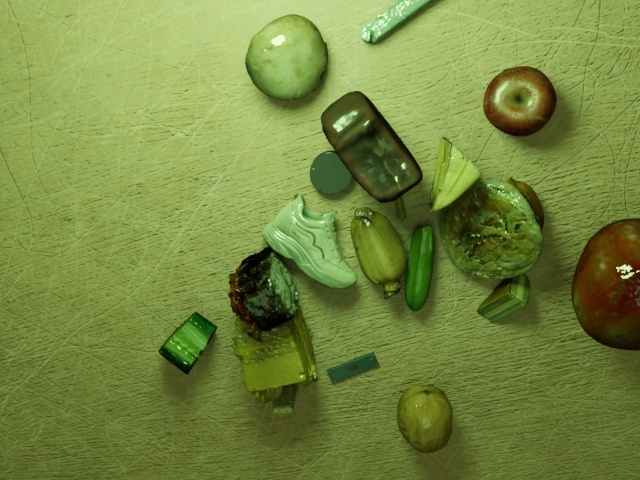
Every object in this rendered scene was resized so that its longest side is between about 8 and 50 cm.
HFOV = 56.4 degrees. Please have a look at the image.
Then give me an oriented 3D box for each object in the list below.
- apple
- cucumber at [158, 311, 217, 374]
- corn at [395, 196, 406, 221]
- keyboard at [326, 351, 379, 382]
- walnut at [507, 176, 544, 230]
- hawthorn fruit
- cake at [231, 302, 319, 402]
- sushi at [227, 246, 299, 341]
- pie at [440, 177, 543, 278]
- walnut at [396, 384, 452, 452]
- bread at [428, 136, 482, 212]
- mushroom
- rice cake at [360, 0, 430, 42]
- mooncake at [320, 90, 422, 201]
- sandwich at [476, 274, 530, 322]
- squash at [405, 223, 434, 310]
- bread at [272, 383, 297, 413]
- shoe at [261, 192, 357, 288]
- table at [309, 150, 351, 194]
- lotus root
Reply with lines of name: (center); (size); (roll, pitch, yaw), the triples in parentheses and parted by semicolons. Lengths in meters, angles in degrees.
apple: (0.569, -0.396, 1.715); (0.201, 0.162, 0.201); (2, 98, 12)
cucumber: (-0.435, 0.339, 2.001); (0.130, 0.191, 0.191); (39, 105, -9)
corn: (0.254, -0.099, 1.889); (0.027, 0.028, 0.083); (-13, 101, -8)
keyboard: (0.112, 0.438, 2.062); (0.176, 0.014, 0.055); (-23, 104, 11)
walnut: (0.612, -0.097, 1.820); (0.116, 0.116, 0.207); (-20, 103, 10)
hawthorn fruit: (0.924, 0.149, 1.750); (0.403, 0.403, 0.402); (1, 106, 4)
cake: (-0.144, 0.375, 1.958); (0.228, 0.222, 0.285); (-15, 104, 11)
sushi: (-0.173, 0.164, 1.838); (0.182, 0.343, 0.196); (-35, 111, 12)
pie: (0.512, -0.028, 1.806); (0.339, 0.077, 0.338); (17, 125, 26)
walnut: (0.350, 0.595, 1.996); (0.196, 0.195, 0.221); (-8, 110, 7)
bread: (0.349, -0.191, 1.743); (0.135, 0.240, 0.178); (43, 104, -8)
mushroom: (-0.090, -0.521, 1.712); (0.255, 0.184, 0.254); (-15, 119, -30)
rice cake: (0.257, -0.674, 1.702); (0.336, 0.066, 0.063); (-35, 92, 12)
mooncake: (0.148, -0.251, 1.710); (0.174, 0.333, 0.326); (-34, 141, 14)
sandwich: (0.598, 0.182, 1.949); (0.079, 0.113, 0.163); (35, 140, -7)
squash: (0.319, 0.084, 1.908); (0.082, 0.082, 0.292); (5, 105, 3)
bread: (-0.126, 0.502, 2.030); (0.078, 0.152, 0.105); (-7, 110, 6)
shoe: (0.000, 0.000, 1.882); (0.342, 0.132, 0.210); (36, 108, -3)
table: (0.033, -0.211, 1.864); (0.134, 0.043, 0.133); (1, 106, 4)
lotus root: (0.182, 0.030, 1.878); (0.146, 0.131, 0.303); (-15, 105, 32)
